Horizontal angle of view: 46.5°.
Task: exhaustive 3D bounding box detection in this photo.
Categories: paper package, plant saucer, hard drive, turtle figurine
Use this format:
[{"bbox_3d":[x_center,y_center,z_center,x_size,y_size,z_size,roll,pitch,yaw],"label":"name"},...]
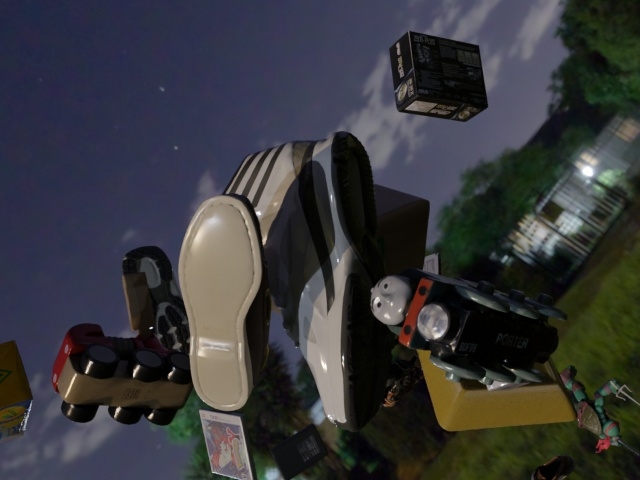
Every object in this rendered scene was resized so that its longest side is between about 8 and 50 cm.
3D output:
[{"bbox_3d":[0.000,0.000,1.448,0.325,0.309,0.168,-22,-60,-40],"label":"paper package"},{"bbox_3d":[0.412,0.284,1.783,0.333,0.332,0.081,-3,-48,-8],"label":"plant saucer"},{"bbox_3d":[-0.056,0.558,1.960,0.135,0.094,0.022,-28,9,-21],"label":"hard drive"},{"bbox_3d":[0.668,0.408,1.792,0.118,0.234,0.175,-6,-66,-21],"label":"turtle figurine"}]

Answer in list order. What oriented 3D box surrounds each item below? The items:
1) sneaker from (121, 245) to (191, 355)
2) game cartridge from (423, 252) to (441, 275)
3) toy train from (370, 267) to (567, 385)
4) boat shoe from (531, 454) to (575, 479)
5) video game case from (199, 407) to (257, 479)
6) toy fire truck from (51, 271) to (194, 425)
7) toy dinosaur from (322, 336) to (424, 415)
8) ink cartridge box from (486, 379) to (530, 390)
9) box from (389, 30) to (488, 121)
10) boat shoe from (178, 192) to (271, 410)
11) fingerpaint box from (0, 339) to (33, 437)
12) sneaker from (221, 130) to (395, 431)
[{"bbox_3d":[-0.416,0.217,2.024,0.158,0.410,0.182,-16,-29,-13],"label":"sneaker"},{"bbox_3d":[0.249,0.071,1.699,0.017,0.056,0.083,42,-138,-40],"label":"game cartridge"},{"bbox_3d":[0.216,0.118,1.082,0.334,0.190,0.142,13,-83,-47],"label":"toy train"},{"bbox_3d":[0.611,0.650,2.042,0.066,0.066,0.183,32,-79,-36],"label":"boat shoe"},{"bbox_3d":[-0.269,0.590,2.155,0.023,0.183,0.201,-19,-78,-47],"label":"video game case"},{"bbox_3d":[-0.342,0.173,1.276,0.217,0.246,0.158,12,-68,-37],"label":"toy fire truck"},{"bbox_3d":[0.155,0.353,1.903,0.322,0.164,0.218,-33,-39,-39],"label":"toy dinosaur"},{"bbox_3d":[0.352,0.241,1.443,0.052,0.088,0.122,-27,-23,25],"label":"ink cartridge box"},{"bbox_3d":[0.242,-0.334,1.532,0.180,0.147,0.077,2,-17,-27],"label":"box"},{"bbox_3d":[-0.122,0.078,1.037,0.096,0.117,0.324,-53,-32,-62],"label":"boat shoe"},{"bbox_3d":[-0.918,0.429,1.812,0.371,0.163,0.445,-15,-17,-30],"label":"fingerpaint box"},{"bbox_3d":[-0.037,0.068,1.162,0.169,0.258,0.447,-11,-84,-61],"label":"sneaker"}]
